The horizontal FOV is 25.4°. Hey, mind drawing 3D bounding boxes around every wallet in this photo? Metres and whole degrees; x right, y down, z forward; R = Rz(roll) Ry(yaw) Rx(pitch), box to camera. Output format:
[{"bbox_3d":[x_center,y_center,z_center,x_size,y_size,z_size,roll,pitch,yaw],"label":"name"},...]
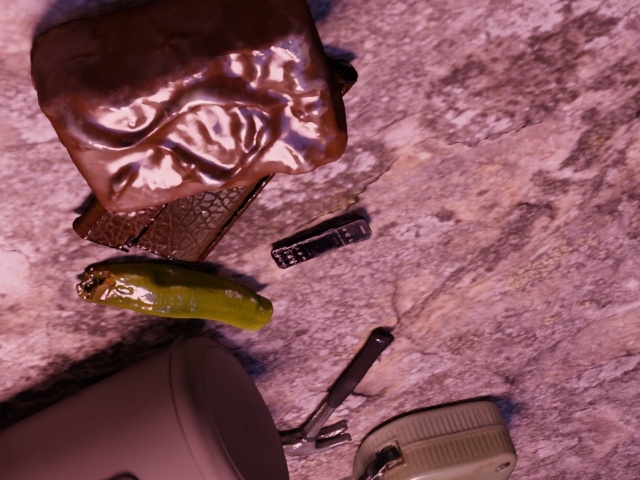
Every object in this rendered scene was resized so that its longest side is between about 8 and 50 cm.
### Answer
[{"bbox_3d":[-0.087,-0.068,1.154,0.133,0.039,0.243,14,134,-36],"label":"wallet"}]

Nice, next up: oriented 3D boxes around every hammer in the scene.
[{"bbox_3d":[0.026,0.175,1.614,0.103,0.029,0.246,2,141,-31],"label":"hammer"}]

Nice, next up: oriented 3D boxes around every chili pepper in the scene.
[{"bbox_3d":[-0.127,0.051,1.317,0.202,0.050,0.051,13,100,-39],"label":"chili pepper"}]

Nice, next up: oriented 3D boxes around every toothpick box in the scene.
[{"bbox_3d":[-0.211,0.250,1.411,0.316,0.229,0.229,-26,149,12],"label":"toothpick box"}]

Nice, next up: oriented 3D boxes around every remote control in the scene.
[{"bbox_3d":[0.000,0.000,1.334,0.096,0.014,0.039,-21,149,6],"label":"remote control"}]

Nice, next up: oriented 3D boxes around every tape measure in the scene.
[{"bbox_3d":[0.135,0.312,1.806,0.207,0.115,0.235,-12,149,-17],"label":"tape measure"}]

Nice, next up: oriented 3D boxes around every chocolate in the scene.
[{"bbox_3d":[-0.096,-0.098,1.017,0.214,0.093,0.148,-16,135,7],"label":"chocolate"}]
